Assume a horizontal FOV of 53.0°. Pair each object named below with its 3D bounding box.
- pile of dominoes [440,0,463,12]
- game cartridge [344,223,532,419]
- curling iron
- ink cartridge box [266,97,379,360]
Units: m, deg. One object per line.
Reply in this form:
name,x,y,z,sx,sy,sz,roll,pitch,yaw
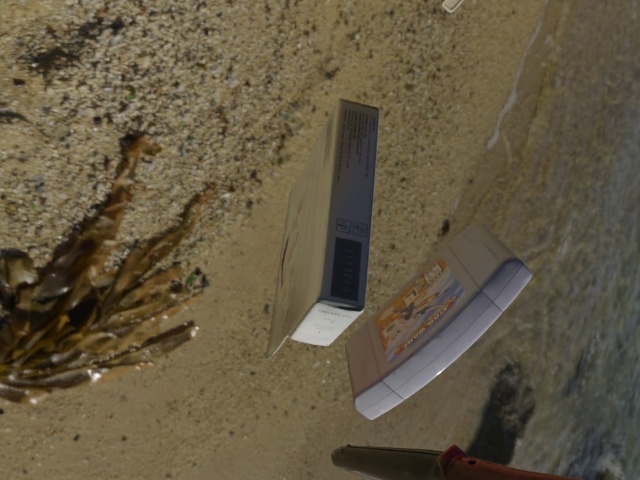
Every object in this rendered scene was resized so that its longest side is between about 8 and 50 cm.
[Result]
pile of dominoes,0.227,-0.491,0.963,0.196,0.040,0.251,-30,137,14
game cartridge,0.152,0.110,0.909,0.062,0.198,0.297,44,100,-9
curling iron,0.077,0.139,0.378,0.068,0.274,0.035,13,76,-24
ink cartridge box,0.000,0.000,0.820,0.060,0.239,0.275,13,62,-11
